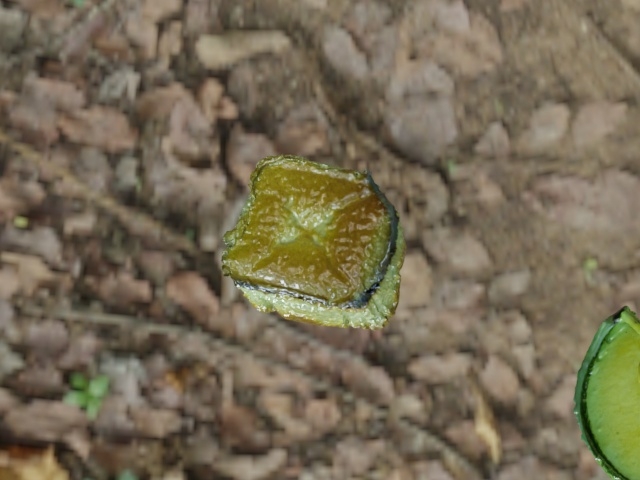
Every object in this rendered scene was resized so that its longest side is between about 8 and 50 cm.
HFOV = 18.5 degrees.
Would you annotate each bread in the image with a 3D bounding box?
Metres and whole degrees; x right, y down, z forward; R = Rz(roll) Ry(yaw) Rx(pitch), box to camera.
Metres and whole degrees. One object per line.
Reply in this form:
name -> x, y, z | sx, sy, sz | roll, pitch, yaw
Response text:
bread -> 0.000, 0.000, 1.543 | 0.140, 0.128, 0.069 | 11, 163, 13

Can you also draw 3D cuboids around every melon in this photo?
melon -> 0.355, 0.215, 1.987 | 0.129, 0.265, 0.169 | -39, 136, 2
